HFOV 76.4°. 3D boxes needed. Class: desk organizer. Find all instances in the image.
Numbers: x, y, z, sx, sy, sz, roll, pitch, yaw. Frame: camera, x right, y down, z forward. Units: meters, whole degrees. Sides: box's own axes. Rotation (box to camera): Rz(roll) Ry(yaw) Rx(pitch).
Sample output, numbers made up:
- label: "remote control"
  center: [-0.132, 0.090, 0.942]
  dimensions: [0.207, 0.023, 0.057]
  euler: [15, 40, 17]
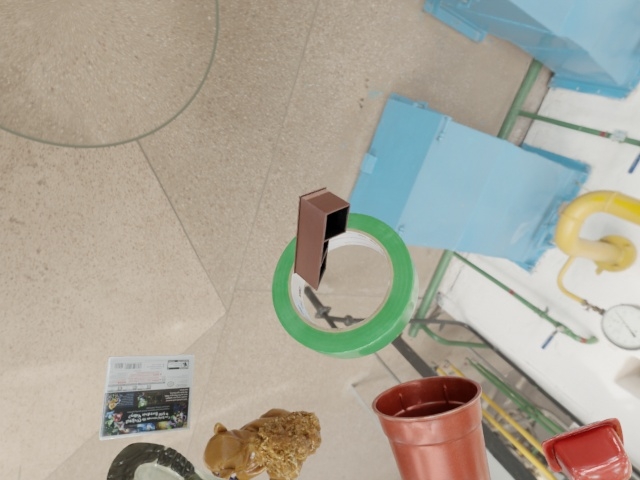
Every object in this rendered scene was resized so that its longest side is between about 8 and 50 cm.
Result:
- label: "desk organizer"
  center: [0.000, 0.000, 0.547]
  dimensions: [0.047, 0.050, 0.130]
  euler: [-24, 136, -35]

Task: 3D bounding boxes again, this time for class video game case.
- label: "video game case"
  center: [-0.393, 0.354, 0.938]
  dimensions: [0.191, 0.022, 0.173]
  euler: [8, 74, -30]

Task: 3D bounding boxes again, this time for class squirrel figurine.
- label: "squirrel figurine"
  center: [-0.209, 0.729, 1.463]
  dimensions: [0.397, 0.280, 0.371]
  euler: [-32, 142, 31]

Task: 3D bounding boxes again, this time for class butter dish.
- label: "butter dish"
  center: [0.557, 0.456, 0.820]
  dimensions: [0.160, 0.118, 0.160]
  euler: [-26, 122, 11]

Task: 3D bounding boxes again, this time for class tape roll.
- label: "tape roll"
  center: [0.051, 0.096, 0.908]
  dimensions: [0.321, 0.321, 0.077]
  euler: [-44, 148, -2]

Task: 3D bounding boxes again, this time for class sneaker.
- label: "sneaker"
  center: [-0.244, 0.558, 0.798]
  dimensions: [0.411, 0.158, 0.182]
  euler: [35, 115, -5]

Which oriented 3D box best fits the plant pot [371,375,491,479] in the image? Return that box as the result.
- label: "plant pot"
  center: [0.289, 0.512, 1.006]
  dimensions: [0.273, 0.272, 0.264]
  euler: [-11, 86, -26]

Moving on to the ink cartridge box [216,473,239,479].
- label: "ink cartridge box"
  center: [-0.278, 0.996, 1.472]
  dimensions: [0.175, 0.371, 0.069]
  euler: [-47, 148, -43]
